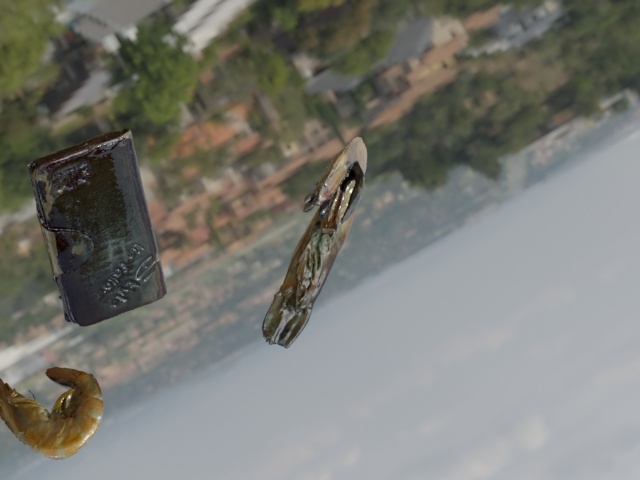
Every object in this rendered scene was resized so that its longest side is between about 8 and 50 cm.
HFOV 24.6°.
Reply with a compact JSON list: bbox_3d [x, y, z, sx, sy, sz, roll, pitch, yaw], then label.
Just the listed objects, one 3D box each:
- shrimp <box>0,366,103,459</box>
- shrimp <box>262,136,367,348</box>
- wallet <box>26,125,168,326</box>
[{"bbox_3d":[-0.283,0.161,1.503,0.095,0.162,0.045,-56,141,-3],"label":"shrimp"},{"bbox_3d":[0.000,0.000,1.410,0.152,0.046,0.219,84,30,-79],"label":"shrimp"},{"bbox_3d":[-0.239,-0.007,1.594,0.122,0.031,0.232,-22,131,-18],"label":"wallet"}]
